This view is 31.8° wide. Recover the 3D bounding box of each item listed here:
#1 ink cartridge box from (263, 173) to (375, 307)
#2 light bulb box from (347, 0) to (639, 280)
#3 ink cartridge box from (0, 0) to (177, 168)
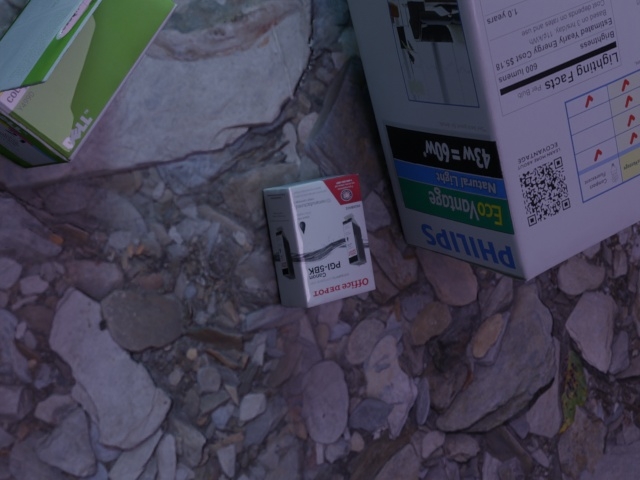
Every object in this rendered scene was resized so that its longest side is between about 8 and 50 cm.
[{"bbox_3d":[0.000,0.000,1.248,0.099,0.056,0.135,-14,98,-33],"label":"ink cartridge box"},{"bbox_3d":[0.256,-0.200,1.272,0.358,0.225,0.361,-25,112,-25],"label":"light bulb box"},{"bbox_3d":[-0.206,-0.168,0.990,0.097,0.255,0.189,40,70,-27],"label":"ink cartridge box"}]
